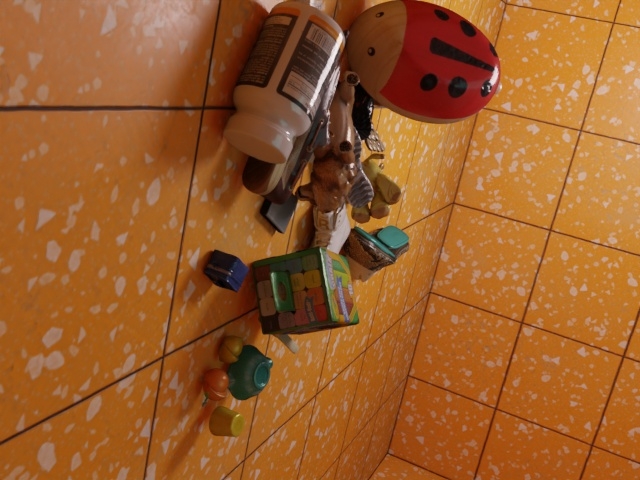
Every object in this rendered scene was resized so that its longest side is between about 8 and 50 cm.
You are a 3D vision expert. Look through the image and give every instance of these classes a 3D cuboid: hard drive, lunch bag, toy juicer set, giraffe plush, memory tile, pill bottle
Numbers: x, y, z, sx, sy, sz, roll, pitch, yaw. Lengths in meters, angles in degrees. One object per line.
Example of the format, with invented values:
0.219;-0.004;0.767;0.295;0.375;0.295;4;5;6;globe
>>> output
-0.097;-0.081;1.676;0.094;0.022;0.135;-68;160;-12;hard drive
-0.198;0.066;1.470;0.065;0.067;0.098;-67;158;-15;lunch bag
-0.184;0.290;1.699;0.329;0.089;0.209;-51;133;-42;toy juicer set
0.146;-0.160;2.097;0.170;0.181;0.210;3;70;-80;giraffe plush
0.142;-0.304;2.026;0.113;0.012;0.148;67;21;5;memory tile
-0.072;-0.299;1.356;0.278;0.162;0.162;-67;159;-11;pill bottle

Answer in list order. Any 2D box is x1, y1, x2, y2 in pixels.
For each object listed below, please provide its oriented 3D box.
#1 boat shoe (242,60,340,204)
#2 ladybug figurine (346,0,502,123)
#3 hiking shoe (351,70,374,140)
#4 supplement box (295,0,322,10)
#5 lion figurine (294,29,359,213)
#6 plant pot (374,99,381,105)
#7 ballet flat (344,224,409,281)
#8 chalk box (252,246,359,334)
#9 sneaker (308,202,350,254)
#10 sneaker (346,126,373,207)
-0.038;-0.236;1.501;0.123;0.123;0.342;31;81;-42;boat shoe
0.287;-0.460;1.801;0.162;0.449;0.305;177;-78;-67;ladybug figurine
0.106;-0.379;1.897;0.114;0.086;0.227;-141;-119;-85;hiking shoe
-0.023;-0.509;1.486;0.062;0.036;0.098;-40;143;-55;supplement box
0.035;-0.270;1.679;0.240;0.142;0.392;68;33;-76;lion figurine
0.225;-0.483;1.958;0.205;0.205;0.188;-38;125;-57;plant pot
0.171;0.050;2.332;0.182;0.164;0.483;-55;165;14;ballet flat
-0.041;0.125;1.685;0.289;0.179;0.180;21;57;-71;chalk box
0.000;0.000;1.897;0.169;0.108;0.293;79;25;-50;sneaker
0.052;-0.215;1.876;0.105;0.115;0.281;-26;129;-10;sneaker
